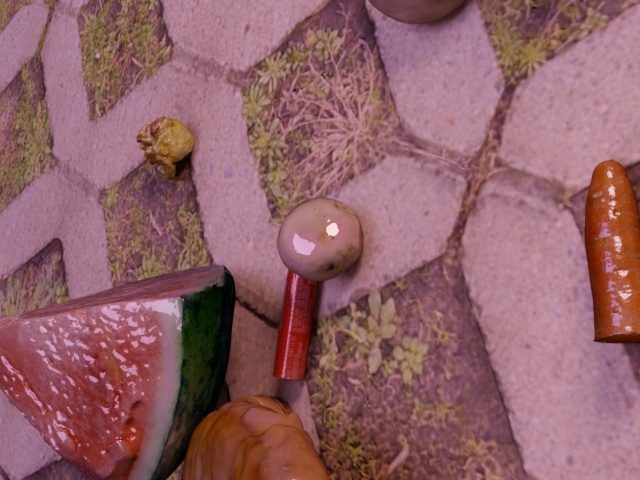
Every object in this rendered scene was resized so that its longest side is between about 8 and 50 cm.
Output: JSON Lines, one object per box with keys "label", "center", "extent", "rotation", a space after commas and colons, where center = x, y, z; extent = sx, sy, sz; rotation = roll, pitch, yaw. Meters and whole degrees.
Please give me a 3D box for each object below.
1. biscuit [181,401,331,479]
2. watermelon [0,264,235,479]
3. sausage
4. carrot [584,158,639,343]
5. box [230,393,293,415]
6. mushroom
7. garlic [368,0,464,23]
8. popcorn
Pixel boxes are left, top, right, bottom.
{"label": "biscuit", "center": [-0.057, 0.358, 0.894], "extent": [0.429, 0.104, 0.446], "rotation": [-154, 69, -69]}
{"label": "watermelon", "center": [-0.200, 0.154, 1.121], "extent": [0.319, 0.292, 0.222], "rotation": [-12, 89, 19]}
{"label": "sausage", "center": [-0.023, 0.073, 1.050], "extent": [0.034, 0.034, 0.129], "rotation": [2, 82, 51]}
{"label": "carrot", "center": [0.215, 0.007, 0.770], "extent": [0.048, 0.048, 0.139], "rotation": [-23, 61, 46]}
{"label": "box", "center": [-0.065, 0.207, 1.065], "extent": [0.105, 0.037, 0.105], "rotation": [-16, 69, 47]}
{"label": "mushroom", "center": [0.000, 0.000, 1.012], "extent": [0.067, 0.083, 0.084], "rotation": [78, 180, -64]}
{"label": "garlic", "center": [0.093, -0.236, 0.968], "extent": [0.152, 0.066, 0.084], "rotation": [-27, 34, 40]}
{"label": "popcorn", "center": [-0.187, -0.111, 1.277], "extent": [0.059, 0.068, 0.083], "rotation": [-65, -23, -66]}
